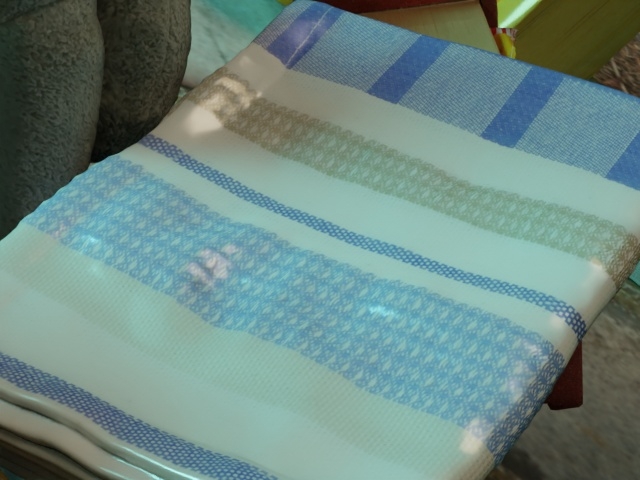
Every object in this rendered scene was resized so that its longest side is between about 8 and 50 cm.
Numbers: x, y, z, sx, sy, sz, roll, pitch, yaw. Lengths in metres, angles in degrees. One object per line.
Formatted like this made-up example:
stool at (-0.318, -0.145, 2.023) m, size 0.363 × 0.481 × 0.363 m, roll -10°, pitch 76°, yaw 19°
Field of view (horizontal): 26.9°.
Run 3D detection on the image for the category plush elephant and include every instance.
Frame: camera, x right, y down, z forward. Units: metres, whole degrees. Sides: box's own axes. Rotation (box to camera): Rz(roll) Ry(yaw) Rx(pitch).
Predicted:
plush elephant at (-0.173, -0.158, 0.622) m, size 0.272 × 0.330 × 0.255 m, roll 22°, pitch 14°, yaw -6°

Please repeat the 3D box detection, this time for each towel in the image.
towel at (0.000, 0.000, 0.496) m, size 0.209 × 0.034 × 0.285 m, roll 22°, pitch 45°, yaw 27°

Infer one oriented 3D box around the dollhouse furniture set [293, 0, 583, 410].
dollhouse furniture set at (0.178, -0.042, 0.677) m, size 0.374 × 0.152 × 0.201 m, roll -7°, pitch 42°, yaw -2°

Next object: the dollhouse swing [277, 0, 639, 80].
dollhouse swing at (0.086, -0.323, 1.008) m, size 0.305 × 0.315 × 0.347 m, roll 24°, pitch 29°, yaw -47°

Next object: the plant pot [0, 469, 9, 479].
plant pot at (-0.133, 0.139, 0.311) m, size 0.237 × 0.237 × 0.254 m, roll 13°, pitch 24°, yaw -24°

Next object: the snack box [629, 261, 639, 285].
snack box at (0.171, -0.038, 0.883) m, size 0.178 × 0.064 × 0.022 m, roll 37°, pitch 36°, yaw 11°
